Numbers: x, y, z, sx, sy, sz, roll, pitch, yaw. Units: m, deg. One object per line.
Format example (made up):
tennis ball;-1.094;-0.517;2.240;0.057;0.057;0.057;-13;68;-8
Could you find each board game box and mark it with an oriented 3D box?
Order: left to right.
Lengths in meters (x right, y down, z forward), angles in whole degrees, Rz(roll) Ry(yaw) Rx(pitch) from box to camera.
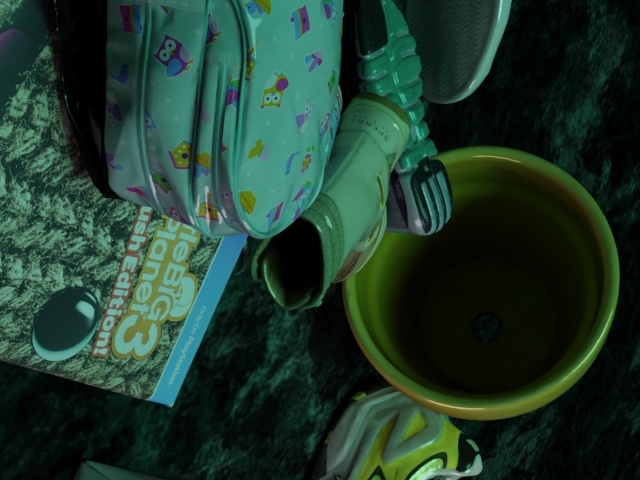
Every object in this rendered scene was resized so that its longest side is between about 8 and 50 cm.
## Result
board game box;-0.169;-0.054;0.698;0.291;0.141;0.232;29;83;-58

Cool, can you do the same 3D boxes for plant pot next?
plant pot;0.164;0.063;1.207;0.254;0.254;0.239;-62;163;-11

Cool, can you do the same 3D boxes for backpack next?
backpack;-0.053;-0.090;0.608;0.152;0.115;0.182;-28;133;-50

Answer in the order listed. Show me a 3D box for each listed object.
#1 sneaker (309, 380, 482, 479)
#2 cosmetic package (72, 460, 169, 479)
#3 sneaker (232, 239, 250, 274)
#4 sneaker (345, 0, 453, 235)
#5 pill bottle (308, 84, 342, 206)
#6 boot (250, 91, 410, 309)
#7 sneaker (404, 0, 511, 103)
sneaker;0.032;0.339;1.239;0.145;0.147;0.385;32;82;-60
cosmetic package;-0.052;0.332;0.892;0.155;0.365;0.197;31;84;-57
sneaker;-0.105;-0.021;0.916;0.065;0.061;0.158;-36;137;-9
sneaker;0.040;-0.107;1.067;0.083;0.098;0.224;-26;104;-51
pill bottle;-0.030;-0.089;0.899;0.160;0.087;0.087;-76;166;-55
boot;0.000;0.000;0.996;0.165;0.077;0.213;-58;171;-39
sneaker;0.172;-0.276;1.127;0.169;0.108;0.293;-16;120;-49
